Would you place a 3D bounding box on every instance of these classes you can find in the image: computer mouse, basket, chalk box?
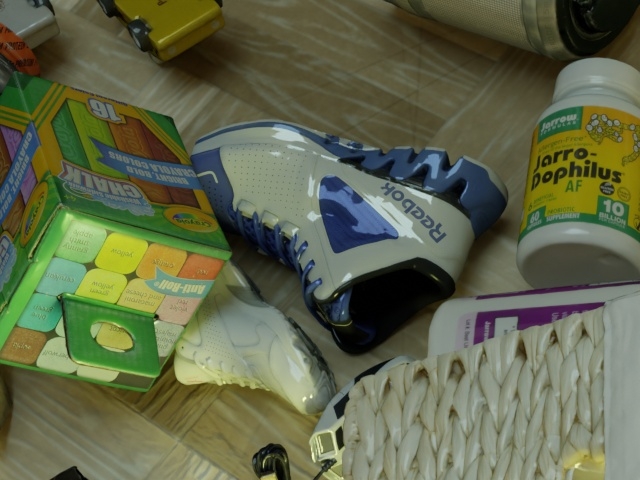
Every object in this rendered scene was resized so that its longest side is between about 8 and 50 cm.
[{"bbox_3d":[0.019,0.174,1.499,0.193,0.106,0.042,-42,33,-25],"label":"computer mouse"},{"bbox_3d":[0.192,0.263,1.180,0.266,0.331,0.328,-17,51,31],"label":"basket"},{"bbox_3d":[-0.212,0.010,1.566,0.179,0.180,0.289,-58,37,24],"label":"chalk box"}]

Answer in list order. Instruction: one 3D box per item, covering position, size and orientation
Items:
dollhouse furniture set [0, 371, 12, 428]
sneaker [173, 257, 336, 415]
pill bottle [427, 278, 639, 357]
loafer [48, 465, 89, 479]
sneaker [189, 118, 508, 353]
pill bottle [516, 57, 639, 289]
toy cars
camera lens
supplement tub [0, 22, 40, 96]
[{"bbox_3d":[-0.462,0.202,1.491,0.256,0.362,0.394,-10,26,12],"label":"dollhouse furniture set"},{"bbox_3d":[-0.075,0.106,1.582,0.115,0.090,0.232,-44,44,-4],"label":"sneaker"},{"bbox_3d":[0.249,0.117,1.392,0.301,0.169,0.169,-6,55,17],"label":"pill bottle"},{"bbox_3d":[-0.170,0.252,1.508,0.220,0.080,0.078,20,66,30],"label":"loafer"},{"bbox_3d":[0.001,0.000,1.590,0.315,0.127,0.182,7,57,22],"label":"sneaker"},{"bbox_3d":[0.246,-0.058,1.547,0.117,0.117,0.208,0,57,20],"label":"pill bottle"},{"bbox_3d":[-0.261,-0.241,1.885,0.393,0.087,0.176,1,45,26],"label":"toy cars"},{"bbox_3d":[0.181,-0.309,1.680,0.274,0.219,0.219,23,67,31],"label":"camera lens"},{"bbox_3d":[-0.423,-0.079,1.760,0.193,0.193,0.316,9,60,25],"label":"supplement tub"}]
